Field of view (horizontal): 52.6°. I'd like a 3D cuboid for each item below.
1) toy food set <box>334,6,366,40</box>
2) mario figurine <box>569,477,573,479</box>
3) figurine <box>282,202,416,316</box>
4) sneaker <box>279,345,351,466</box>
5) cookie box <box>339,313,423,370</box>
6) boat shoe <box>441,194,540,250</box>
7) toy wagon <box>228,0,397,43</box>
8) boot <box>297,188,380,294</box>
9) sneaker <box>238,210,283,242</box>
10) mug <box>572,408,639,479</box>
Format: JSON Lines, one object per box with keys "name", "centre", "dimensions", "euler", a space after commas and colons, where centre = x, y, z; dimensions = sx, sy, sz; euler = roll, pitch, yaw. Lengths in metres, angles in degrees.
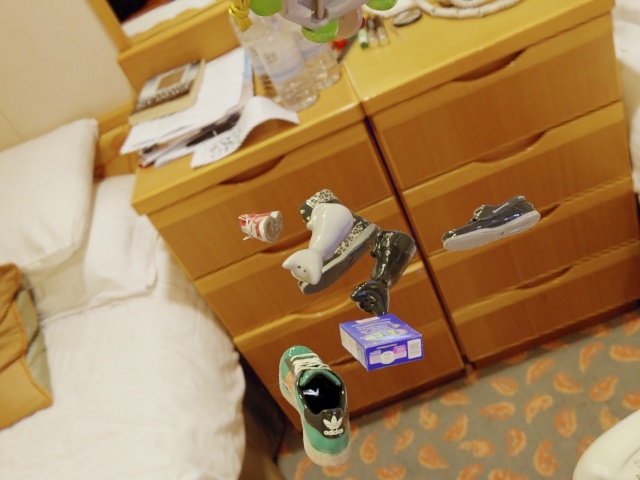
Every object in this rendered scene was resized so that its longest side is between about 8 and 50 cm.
{"name": "toy food set", "centre": [0.046, -0.417, 1.212], "dimensions": [0.083, 0.083, 0.020], "euler": [2, 15, 33]}
{"name": "mario figurine", "centre": [0.263, 0.389, 0.757], "dimensions": [0.198, 0.320, 0.170], "euler": [-9, 59, -24]}
{"name": "figurine", "centre": [0.052, 0.038, 1.187], "dimensions": [0.215, 0.092, 0.209], "euler": [24, 36, 6]}
{"name": "sneaker", "centre": [-0.007, 0.269, 1.205], "dimensions": [0.108, 0.121, 0.302], "euler": [-5, 27, -16]}
{"name": "cookie box", "centre": [0.090, 0.150, 0.972], "dimensions": [0.092, 0.040, 0.107], "euler": [-9, 14, -16]}
{"name": "boat shoe", "centre": [0.375, -0.039, 1.465], "dimensions": [0.233, 0.084, 0.079], "euler": [-19, 65, -9]}
{"name": "toy wagon", "centre": [0.014, -0.388, 0.857], "dimensions": [0.344, 0.267, 0.068], "euler": [-33, 67, -18]}
{"name": "boot", "centre": [0.001, 0.000, 1.509], "dimensions": [0.236, 0.085, 0.178], "euler": [-40, 66, -16]}
{"name": "sneaker", "centre": [-0.099, -0.018, 0.998], "dimensions": [0.067, 0.042, 0.118], "euler": [-7, 10, 8]}
{"name": "mug", "centre": [0.311, 0.235, 0.371], "dimensions": [0.276, 0.328, 0.374], "euler": [-33, -12, 21]}
